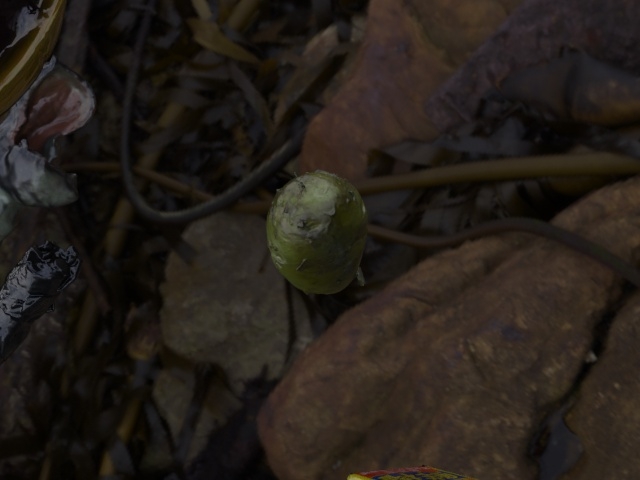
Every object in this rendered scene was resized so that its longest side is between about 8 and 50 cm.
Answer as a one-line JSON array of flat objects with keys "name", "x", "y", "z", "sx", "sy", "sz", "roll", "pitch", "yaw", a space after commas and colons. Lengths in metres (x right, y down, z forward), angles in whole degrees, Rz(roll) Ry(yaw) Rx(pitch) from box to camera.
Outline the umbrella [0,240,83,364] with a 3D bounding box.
[{"name": "umbrella", "x": -0.337, "y": 0.089, "z": 0.987, "sx": 0.235, "sy": 0.066, "sz": 0.059, "roll": -44, "pitch": 53, "yaw": 24}]

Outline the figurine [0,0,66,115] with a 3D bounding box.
[{"name": "figurine", "x": -0.213, "y": -0.110, "z": 0.384, "sx": 0.192, "sy": 0.257, "sz": 0.167, "roll": 17, "pitch": 108, "yaw": 10}]

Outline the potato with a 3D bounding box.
[{"name": "potato", "x": 0.000, "y": 0.000, "z": 1.058, "sx": 0.117, "sy": 0.225, "sz": 0.090, "roll": -25, "pitch": 61, "yaw": -4}]

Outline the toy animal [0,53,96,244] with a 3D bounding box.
[{"name": "toy animal", "x": -0.326, "y": -0.009, "z": 0.795, "sx": 0.343, "sy": 0.106, "sz": 0.168, "roll": -32, "pitch": 49, "yaw": 3}]

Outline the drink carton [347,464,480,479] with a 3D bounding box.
[{"name": "drink carton", "x": 0.087, "y": 0.180, "z": 0.581, "sx": 0.165, "sy": 0.071, "sz": 0.056, "roll": -6, "pitch": 86, "yaw": 61}]
